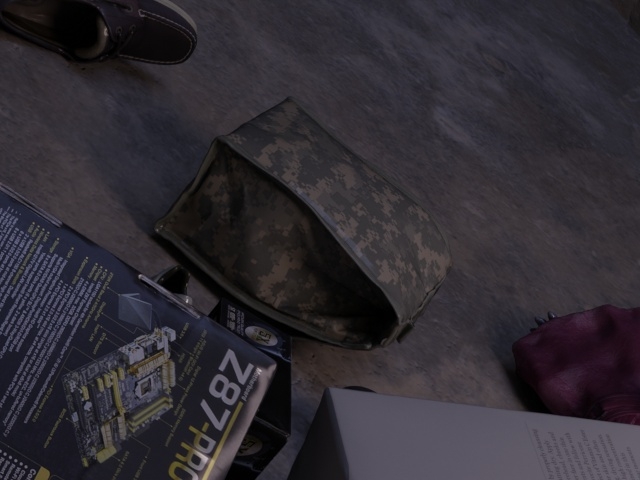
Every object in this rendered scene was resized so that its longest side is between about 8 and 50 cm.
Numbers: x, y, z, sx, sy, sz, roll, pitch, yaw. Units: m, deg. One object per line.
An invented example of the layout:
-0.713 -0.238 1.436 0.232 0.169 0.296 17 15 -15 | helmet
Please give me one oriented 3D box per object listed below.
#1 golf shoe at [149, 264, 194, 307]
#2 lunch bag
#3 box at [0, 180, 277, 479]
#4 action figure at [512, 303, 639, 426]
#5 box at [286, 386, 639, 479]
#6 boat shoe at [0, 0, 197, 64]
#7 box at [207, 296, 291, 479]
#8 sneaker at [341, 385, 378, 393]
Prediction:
-0.157 0.087 1.725 0.069 0.086 0.176 31 27 -25 | golf shoe
0.000 0.000 2.000 0.287 0.169 0.235 38 24 5 | lunch bag
-0.244 0.169 1.190 0.318 0.097 0.395 32 63 -15 | box
0.351 0.235 2.159 0.275 0.248 0.370 59 12 -30 | action figure
0.146 0.276 1.571 0.345 0.215 0.168 8 36 -17 | box
-0.268 -0.251 2.122 0.285 0.103 0.092 18 38 -35 | boat shoe
-0.105 0.166 1.550 0.077 0.180 0.147 31 25 -18 | box
0.118 0.260 1.833 0.270 0.090 0.145 29 27 -16 | sneaker
